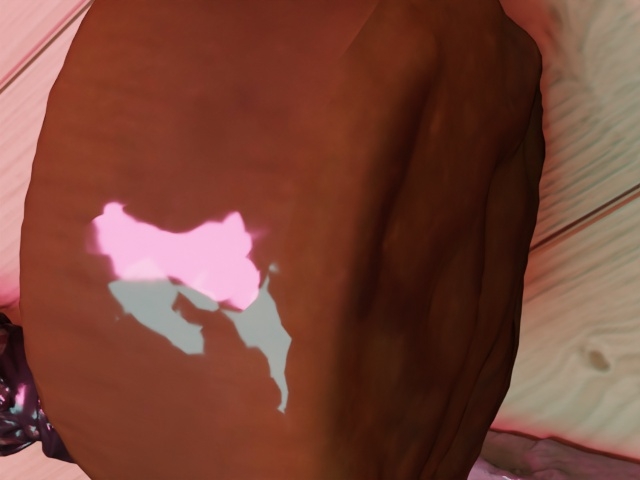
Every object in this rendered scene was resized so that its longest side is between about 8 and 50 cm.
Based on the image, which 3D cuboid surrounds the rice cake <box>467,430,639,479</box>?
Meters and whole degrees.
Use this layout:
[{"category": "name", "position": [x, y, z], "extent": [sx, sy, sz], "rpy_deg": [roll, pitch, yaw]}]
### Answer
[{"category": "rice cake", "position": [0.213, 0.165, 0.936], "extent": [0.365, 0.056, 0.073], "rpy_deg": [12, 122, 28]}]

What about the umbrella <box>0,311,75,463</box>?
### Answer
[{"category": "umbrella", "position": [-0.149, 0.094, 1.109], "extent": [0.272, 0.110, 0.122], "rpy_deg": [3, 123, 28]}]

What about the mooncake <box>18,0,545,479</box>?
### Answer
[{"category": "mooncake", "position": [0.000, 0.000, 0.808], "extent": [0.155, 0.284, 0.284], "rpy_deg": [10, 127, 22]}]
